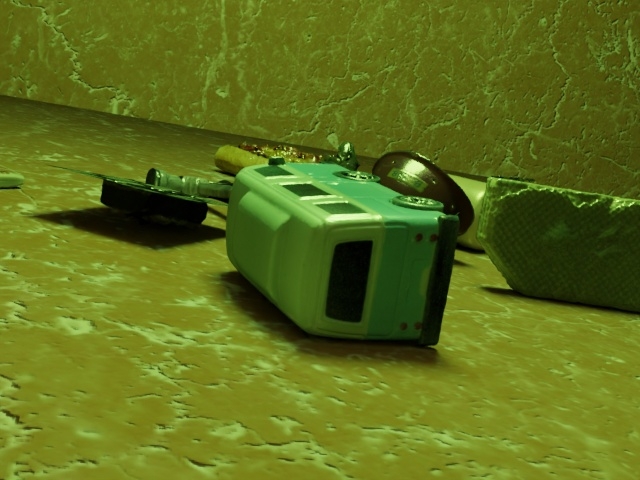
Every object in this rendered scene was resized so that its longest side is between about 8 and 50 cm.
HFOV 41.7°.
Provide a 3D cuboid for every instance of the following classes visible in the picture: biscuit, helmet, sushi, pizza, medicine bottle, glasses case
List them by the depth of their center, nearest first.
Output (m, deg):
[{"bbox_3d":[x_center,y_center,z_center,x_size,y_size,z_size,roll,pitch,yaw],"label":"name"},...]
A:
[{"bbox_3d":[-0.223,-0.044,1.086,0.192,0.050,0.215,15,3,19],"label":"sushi"},{"bbox_3d":[0.327,0.005,1.100,0.252,0.150,0.052,10,9,-9],"label":"biscuit"},{"bbox_3d":[-0.446,-0.085,1.160,0.032,0.021,0.083,17,12,26],"label":"glasses case"},{"bbox_3d":[0.128,-0.037,1.240,0.175,0.155,0.106,29,54,13],"label":"helmet"},{"bbox_3d":[0.189,-0.065,1.456,0.252,0.114,0.114,18,12,37],"label":"medicine bottle"},{"bbox_3d":[-0.074,-0.168,1.852,0.289,0.081,0.229,13,11,14],"label":"pizza"}]

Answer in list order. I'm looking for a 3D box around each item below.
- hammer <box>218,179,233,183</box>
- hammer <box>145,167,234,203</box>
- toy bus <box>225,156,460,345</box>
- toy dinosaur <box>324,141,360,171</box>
[{"bbox_3d":[-0.117,-0.079,1.470,0.103,0.029,0.246,5,10,-29],"label":"hammer"},{"bbox_3d":[-0.114,-0.066,1.208,0.152,0.044,0.427,7,2,-31],"label":"hammer"},{"bbox_3d":[0.000,0.000,0.842,0.165,0.133,0.271,1,15,-25],"label":"toy bus"},{"bbox_3d":[0.069,-0.052,1.153,0.179,0.187,0.087,-14,0,26],"label":"toy dinosaur"}]
